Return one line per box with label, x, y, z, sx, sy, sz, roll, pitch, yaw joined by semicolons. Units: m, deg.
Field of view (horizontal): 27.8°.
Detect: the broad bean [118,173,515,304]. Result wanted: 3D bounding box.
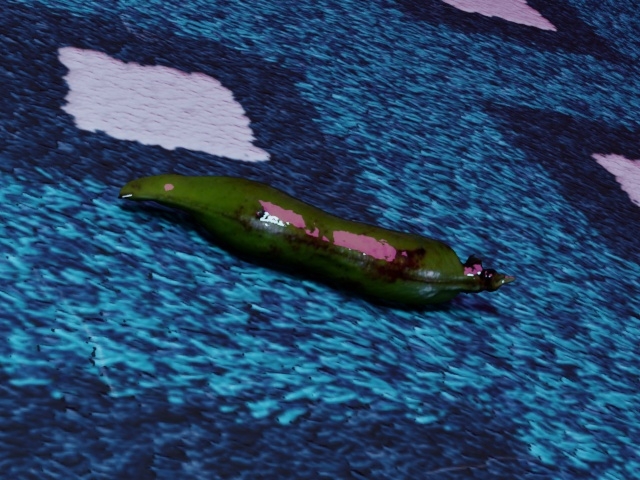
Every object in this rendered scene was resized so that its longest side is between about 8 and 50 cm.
broad bean;0.000;0.000;1.072;0.339;0.061;0.077;18;19;-6
